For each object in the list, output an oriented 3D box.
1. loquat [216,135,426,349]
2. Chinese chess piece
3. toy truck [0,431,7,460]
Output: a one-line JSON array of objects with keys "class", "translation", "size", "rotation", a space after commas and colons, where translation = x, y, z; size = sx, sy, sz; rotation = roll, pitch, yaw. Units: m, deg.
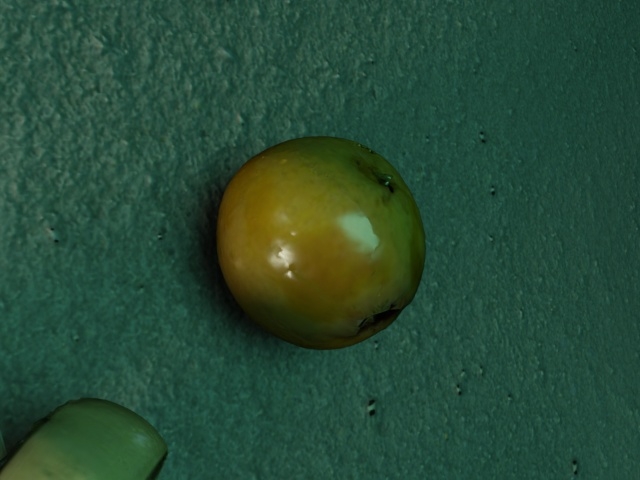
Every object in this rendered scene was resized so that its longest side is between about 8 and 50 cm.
[{"class": "loquat", "translation": [0.000, 0.000, 0.995], "size": [0.263, 0.263, 0.263], "rotation": [11, 74, -40]}, {"class": "Chinese chess piece", "translation": [-0.236, 0.257, 0.714], "size": [0.103, 0.250, 0.250], "rotation": [32, 55, 3]}, {"class": "toy truck", "translation": [-0.399, 0.194, 0.626], "size": [0.305, 0.162, 0.136], "rotation": [-21, 97, -41]}]
